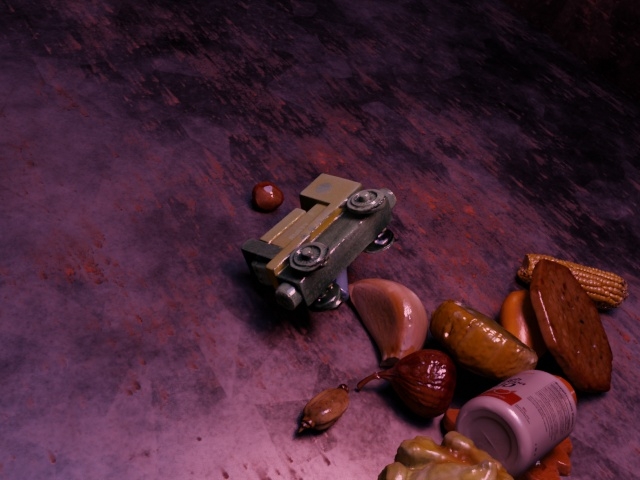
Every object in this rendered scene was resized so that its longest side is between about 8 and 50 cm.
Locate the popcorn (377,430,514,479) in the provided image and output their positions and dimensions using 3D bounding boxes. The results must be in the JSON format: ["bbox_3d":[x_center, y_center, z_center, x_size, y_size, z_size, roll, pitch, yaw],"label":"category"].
[{"bbox_3d":[0.226,0.500,1.130,0.279,0.274,0.335,-3,47,-22],"label":"popcorn"}]

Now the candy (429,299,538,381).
[{"bbox_3d":[0.367,0.233,1.520,0.260,0.118,0.260,33,5,-4],"label":"candy"}]

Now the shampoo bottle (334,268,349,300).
[{"bbox_3d":[0.015,0.050,1.656,0.103,0.061,0.258,-15,42,13],"label":"shampoo bottle"}]

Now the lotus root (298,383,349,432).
[{"bbox_3d":[0.009,0.344,1.358,0.072,0.063,0.152,6,28,45],"label":"lotus root"}]

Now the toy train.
[{"bbox_3d":[0.000,0.000,1.560,0.253,0.160,0.397,18,51,39],"label":"toy train"}]

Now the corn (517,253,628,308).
[{"bbox_3d":[0.705,0.116,1.869,0.317,0.115,0.115,17,41,-3],"label":"corn"}]

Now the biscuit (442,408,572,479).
[{"bbox_3d":[0.422,0.428,1.419,0.306,0.043,0.284,-6,25,-41],"label":"biscuit"}]

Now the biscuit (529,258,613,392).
[{"bbox_3d":[0.627,0.212,1.673,0.359,0.046,0.359,27,48,-34],"label":"biscuit"}]

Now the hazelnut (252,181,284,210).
[{"bbox_3d":[-0.142,-0.116,1.775,0.086,0.086,0.086,12,42,-11],"label":"hazelnut"}]

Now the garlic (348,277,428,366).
[{"bbox_3d":[0.156,0.176,1.567,0.164,0.145,0.245,-33,57,-7],"label":"garlic"}]

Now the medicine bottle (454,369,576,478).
[{"bbox_3d":[0.402,0.349,1.324,0.288,0.157,0.157,-10,49,-47],"label":"medicine bottle"}]

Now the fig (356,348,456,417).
[{"bbox_3d":[0.187,0.293,1.448,0.201,0.134,0.146,14,32,3],"label":"fig"}]

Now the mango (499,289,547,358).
[{"bbox_3d":[0.514,0.217,1.671,0.141,0.102,0.217,46,48,-19],"label":"mango"}]
